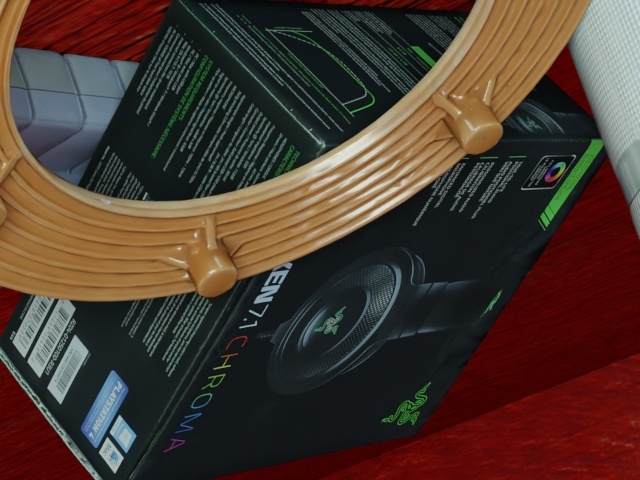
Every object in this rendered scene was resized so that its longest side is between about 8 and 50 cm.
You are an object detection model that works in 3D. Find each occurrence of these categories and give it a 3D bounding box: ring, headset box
[{"bbox_3d":[-0.020,-0.083,0.773,0.336,0.032,0.337,-21,146,-15],"label":"ring"},{"bbox_3d":[0.000,0.000,1.077,0.283,0.131,0.246,-4,133,-50],"label":"headset box"}]

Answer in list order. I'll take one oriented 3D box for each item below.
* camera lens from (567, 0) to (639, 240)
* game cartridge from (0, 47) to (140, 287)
[{"bbox_3d":[0.232,-0.098,0.893,0.219,0.274,0.219,-17,166,-4],"label":"camera lens"},{"bbox_3d":[-0.236,-0.008,1.109,0.355,0.068,0.230,-28,167,34],"label":"game cartridge"}]
